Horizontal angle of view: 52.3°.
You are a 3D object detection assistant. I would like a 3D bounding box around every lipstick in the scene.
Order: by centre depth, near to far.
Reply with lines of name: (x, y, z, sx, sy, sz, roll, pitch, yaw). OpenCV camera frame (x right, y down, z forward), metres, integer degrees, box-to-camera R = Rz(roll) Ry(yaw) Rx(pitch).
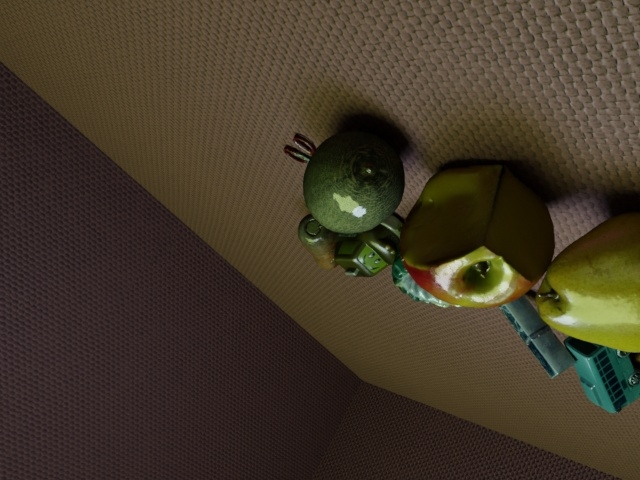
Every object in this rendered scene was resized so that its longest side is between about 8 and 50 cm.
lipstick: (0.610, 0.254, 1.880, 0.289, 0.076, 0.077, 58, 173, 23)

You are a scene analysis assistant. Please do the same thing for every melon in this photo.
melon: (0.076, -0.140, 1.610, 0.249, 0.248, 0.329, 34, 166, -9)

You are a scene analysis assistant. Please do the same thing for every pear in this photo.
pear: (0.614, 0.096, 1.300, 0.284, 0.336, 0.285, 55, 178, 3)

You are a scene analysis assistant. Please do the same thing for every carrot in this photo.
carrot: (0.000, 0.000, 2.253, 0.139, 0.138, 0.301, 25, 161, 16)

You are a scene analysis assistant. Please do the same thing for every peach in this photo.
peach: (0.344, -0.008, 1.473, 0.306, 0.380, 0.242, -28, 122, 37)

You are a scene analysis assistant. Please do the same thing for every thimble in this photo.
thimble: (0.336, 0.062, 1.816, 0.254, 0.167, 0.288, 18, 153, 2)

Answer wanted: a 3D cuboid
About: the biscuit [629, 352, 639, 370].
biscuit: (1.021, 0.359, 1.735, 0.359, 0.074, 0.381, 22, 158, 25)

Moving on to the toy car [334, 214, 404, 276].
toy car: (0.143, 0.025, 1.996, 0.204, 0.198, 0.248, 42, 156, -27)

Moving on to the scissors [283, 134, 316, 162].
scissors: (0.012, -0.212, 1.875, 0.248, 0.017, 0.144, 33, 161, -11)

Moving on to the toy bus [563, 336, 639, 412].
toy bus: (0.803, 0.361, 1.849, 0.256, 0.147, 0.128, 59, 174, -26)
